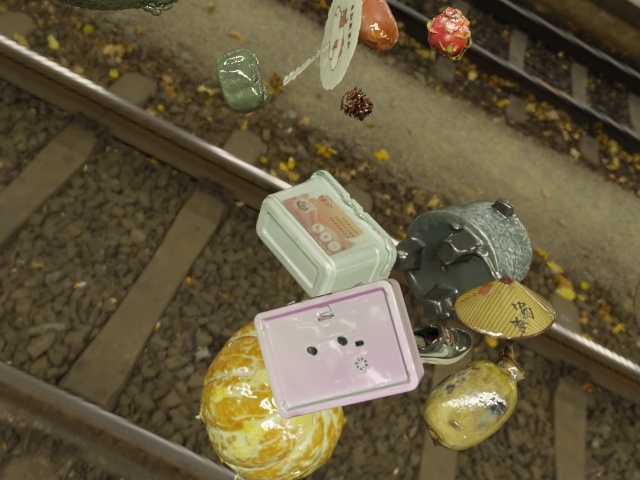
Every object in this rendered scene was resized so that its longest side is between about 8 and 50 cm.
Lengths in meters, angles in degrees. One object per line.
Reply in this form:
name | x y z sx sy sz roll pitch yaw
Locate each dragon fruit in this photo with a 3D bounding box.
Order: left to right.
dragon fruit | 0.243 -0.383 1.375 0.116 0.081 0.086 42 27 -77

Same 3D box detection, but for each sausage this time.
sausage | 0.127 -0.590 1.908 0.114 0.113 0.259 7 47 -27

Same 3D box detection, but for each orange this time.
orange | -0.096 0.318 1.460 0.329 0.249 0.329 45 38 -51

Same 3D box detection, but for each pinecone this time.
pinecone | 0.090 -0.332 1.791 0.083 0.077 0.077 35 36 -18

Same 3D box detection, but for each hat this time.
hat | 0.357 0.104 1.407 0.193 0.082 0.193 -1 28 0

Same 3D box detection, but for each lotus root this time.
lotus root | 0.335 0.328 1.536 0.278 0.154 0.154 -38 68 -9

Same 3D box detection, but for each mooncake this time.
mooncake | -0.204 -0.428 1.967 0.168 0.104 0.175 -93 161 -49

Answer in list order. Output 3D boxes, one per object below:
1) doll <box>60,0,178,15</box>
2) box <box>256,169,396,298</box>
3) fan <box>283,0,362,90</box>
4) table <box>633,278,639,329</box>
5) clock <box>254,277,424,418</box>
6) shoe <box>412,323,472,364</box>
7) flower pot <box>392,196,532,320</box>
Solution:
doll | -0.342 -0.487 1.175 0.247 0.247 0.349 41 18 13
box | 0.000 0.000 1.673 0.183 0.175 0.312 -19 53 -36
fan | 0.006 -0.309 1.168 0.009 0.190 0.329 18 39 15
table | 0.619 0.094 1.126 0.227 0.167 0.167 -3 49 -37
clock | 0.024 0.141 0.978 0.063 0.197 0.150 -2 76 -73
shoe | 0.292 0.263 1.901 0.228 0.112 0.099 -7 58 -9
flower pot | 0.348 0.049 1.742 0.283 0.299 0.299 -18 59 -41
